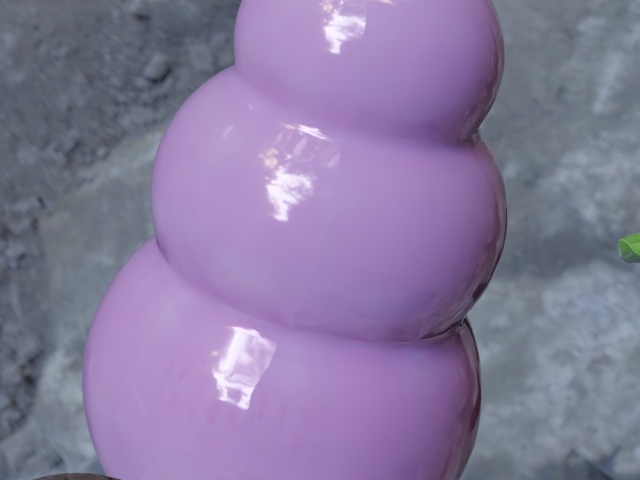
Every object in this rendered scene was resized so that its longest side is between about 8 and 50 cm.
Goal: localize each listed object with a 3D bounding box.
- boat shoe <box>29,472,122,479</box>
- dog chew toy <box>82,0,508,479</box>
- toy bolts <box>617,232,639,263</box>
[{"bbox_3d":[-0.121,0.179,0.544,0.257,0.095,0.095,-52,158,-44],"label":"boat shoe"},{"bbox_3d":[0.000,0.000,0.919,0.206,0.206,0.332,2,116,-27],"label":"dog chew toy"},{"bbox_3d":[0.398,0.060,1.634,0.158,0.218,0.228,-27,89,-4],"label":"toy bolts"}]
